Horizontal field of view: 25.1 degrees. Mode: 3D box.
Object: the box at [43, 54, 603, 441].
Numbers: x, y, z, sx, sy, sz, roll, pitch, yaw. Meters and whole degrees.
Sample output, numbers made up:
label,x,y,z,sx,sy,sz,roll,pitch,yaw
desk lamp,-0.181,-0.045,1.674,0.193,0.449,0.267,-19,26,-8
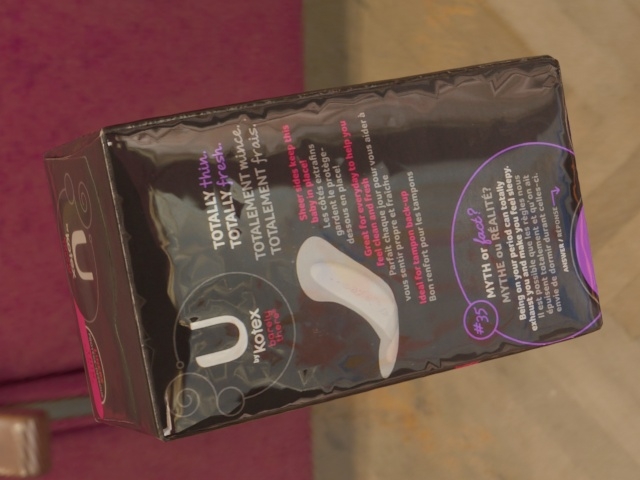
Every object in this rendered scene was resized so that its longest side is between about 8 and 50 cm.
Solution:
label,x,y,z,sx,sy,sz,roll,pitch,yaw
box,0.000,0.000,0.816,0.143,0.270,0.165,-5,96,66
